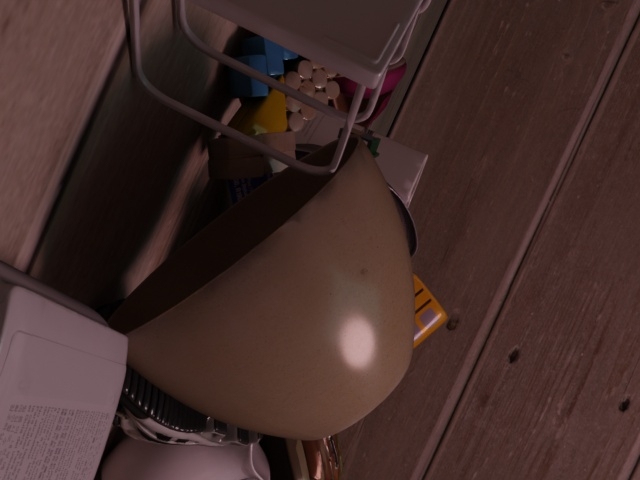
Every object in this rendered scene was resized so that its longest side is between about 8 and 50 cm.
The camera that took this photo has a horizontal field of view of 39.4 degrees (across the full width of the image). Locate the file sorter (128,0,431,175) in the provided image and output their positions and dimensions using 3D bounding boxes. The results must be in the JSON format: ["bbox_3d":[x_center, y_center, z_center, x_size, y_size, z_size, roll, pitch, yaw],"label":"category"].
[{"bbox_3d":[-0.004,-0.217,0.697,0.278,0.192,0.173,-62,176,-28],"label":"file sorter"}]

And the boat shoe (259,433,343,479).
[{"bbox_3d":[-0.039,0.198,1.220,0.104,0.110,0.308,-9,94,-39],"label":"boat shoe"}]

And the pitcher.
[{"bbox_3d":[-0.161,0.313,1.157,0.125,0.207,0.178,-91,162,-78],"label":"pitcher"}]

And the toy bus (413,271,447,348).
[{"bbox_3d":[0.018,0.169,1.331,0.332,0.130,0.108,-40,-167,-6],"label":"toy bus"}]

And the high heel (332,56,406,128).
[{"bbox_3d":[0.068,-0.229,1.475,0.377,0.127,0.181,-58,160,-70],"label":"high heel"}]

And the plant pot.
[{"bbox_3d":[-0.024,0.065,0.807,0.284,0.191,0.284,-36,-167,9],"label":"plant pot"}]

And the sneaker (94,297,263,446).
[{"bbox_3d":[-0.188,0.164,0.967,0.330,0.146,0.123,54,32,-56],"label":"sneaker"}]

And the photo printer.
[{"bbox_3d":[-0.222,0.145,0.560,0.307,0.107,0.256,83,25,-78],"label":"photo printer"}]

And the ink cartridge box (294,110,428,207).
[{"bbox_3d":[0.028,-0.088,1.294,0.160,0.219,0.093,106,9,-55],"label":"ink cartridge box"}]

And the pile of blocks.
[{"bbox_3d":[-0.033,-0.212,0.980,0.112,0.149,0.362,6,-128,51],"label":"pile of blocks"}]

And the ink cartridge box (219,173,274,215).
[{"bbox_3d":[-0.083,0.023,1.076,0.224,0.045,0.223,107,-27,-53],"label":"ink cartridge box"}]

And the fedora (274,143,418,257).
[{"bbox_3d":[0.000,0.000,1.225,0.275,0.243,0.124,68,36,-45],"label":"fedora"}]
